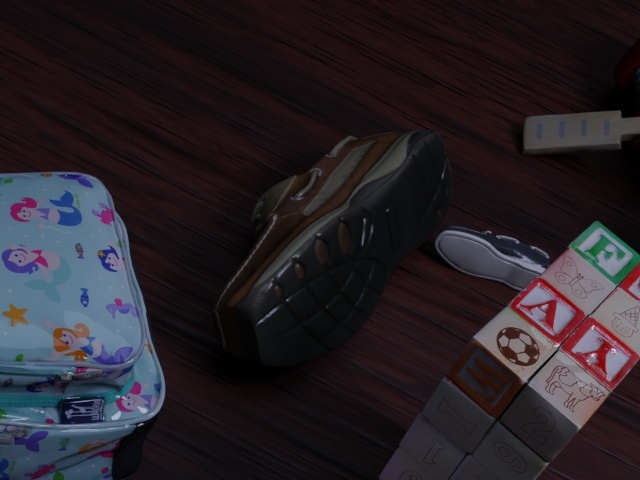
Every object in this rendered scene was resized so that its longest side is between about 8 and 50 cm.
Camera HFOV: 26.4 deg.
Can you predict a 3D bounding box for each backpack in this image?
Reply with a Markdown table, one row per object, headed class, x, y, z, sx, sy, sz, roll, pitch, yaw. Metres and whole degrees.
| class | x | y | z | sx | sy | sz | roll | pitch | yaw |
| --- | --- | --- | --- | --- | --- | --- | --- | --- | --- |
| backpack | -0.251 | 0.068 | 0.993 | 0.253 | 0.191 | 0.225 | -4 | 52 | -20 |

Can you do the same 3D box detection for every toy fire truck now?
| class | x | y | z | sx | sy | sz | roll | pitch | yaw |
| --- | --- | --- | --- | --- | --- | --- | --- | --- | --- |
| toy fire truck | 0.356 | -0.145 | 1.489 | 0.246 | 0.158 | 0.217 | 18 | 44 | -22 |

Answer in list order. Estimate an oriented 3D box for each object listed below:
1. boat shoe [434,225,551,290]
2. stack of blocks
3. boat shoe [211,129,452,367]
| class | x | y | z | sx | sy | sz | roll | pitch | yaw |
| --- | --- | --- | --- | --- | --- | --- | --- | --- | --- |
| boat shoe | 0.168 | 0.012 | 1.314 | 0.125 | 0.046 | 0.038 | 19 | 45 | -10 |
| stack of blocks | 0.127 | 0.141 | 0.995 | 0.087 | 0.297 | 0.171 | 41 | 47 | 13 |
| boat shoe | 0.000 | 0.000 | 1.219 | 0.120 | 0.122 | 0.324 | 11 | 34 | 31 |
